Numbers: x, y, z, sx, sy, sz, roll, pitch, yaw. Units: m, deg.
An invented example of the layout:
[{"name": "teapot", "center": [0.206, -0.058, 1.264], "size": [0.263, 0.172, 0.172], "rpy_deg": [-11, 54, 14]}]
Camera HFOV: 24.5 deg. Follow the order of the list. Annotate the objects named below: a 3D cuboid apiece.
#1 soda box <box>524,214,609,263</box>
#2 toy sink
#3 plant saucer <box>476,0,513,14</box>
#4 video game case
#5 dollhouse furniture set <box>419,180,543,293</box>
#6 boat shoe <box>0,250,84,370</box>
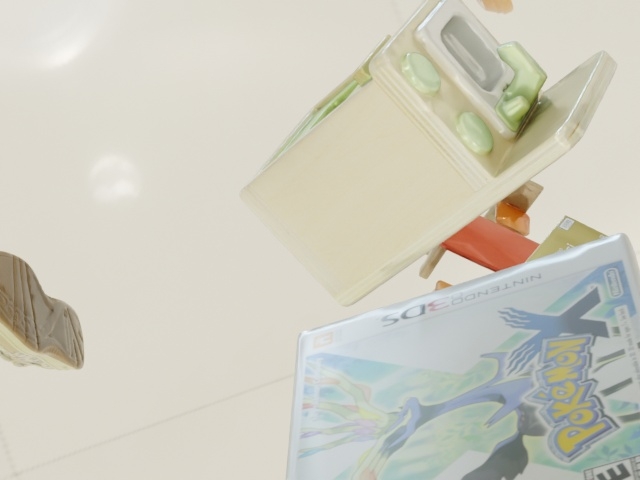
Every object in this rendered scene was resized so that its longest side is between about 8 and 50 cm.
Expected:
[{"name": "soda box", "center": [0.233, 0.053, 1.533], "size": [0.058, 0.061, 0.181], "rpy_deg": [29, 46, 20]}, {"name": "toy sink", "center": [0.076, -0.087, 1.076], "size": [0.131, 0.234, 0.153], "rpy_deg": [47, 36, -9]}, {"name": "plant saucer", "center": [0.212, -0.407, 2.120], "size": [0.037, 0.200, 0.200], "rpy_deg": [-31, 84, 4]}, {"name": "video game case", "center": [0.117, 0.129, 1.127], "size": [0.300, 0.329, 0.036], "rpy_deg": [-18, 118, 12]}, {"name": "dollhouse furniture set", "center": [0.163, -0.013, 1.776], "size": [0.259, 0.135, 0.262], "rpy_deg": [24, 41, -11]}, {"name": "boat shoe", "center": [-0.351, 0.093, 1.659], "size": [0.089, 0.285, 0.104], "rpy_deg": [-11, 66, 9]}]
